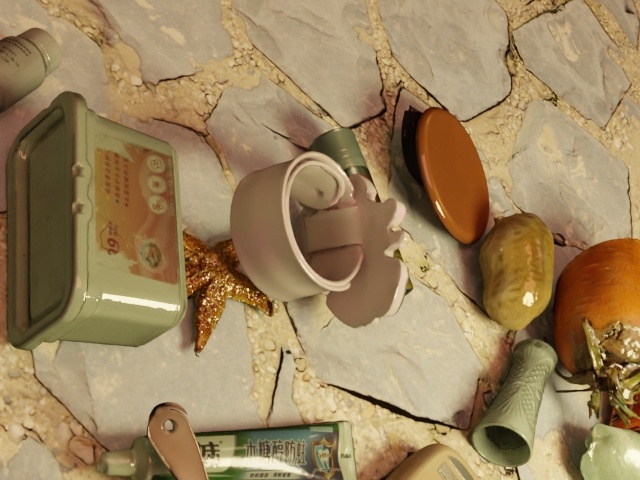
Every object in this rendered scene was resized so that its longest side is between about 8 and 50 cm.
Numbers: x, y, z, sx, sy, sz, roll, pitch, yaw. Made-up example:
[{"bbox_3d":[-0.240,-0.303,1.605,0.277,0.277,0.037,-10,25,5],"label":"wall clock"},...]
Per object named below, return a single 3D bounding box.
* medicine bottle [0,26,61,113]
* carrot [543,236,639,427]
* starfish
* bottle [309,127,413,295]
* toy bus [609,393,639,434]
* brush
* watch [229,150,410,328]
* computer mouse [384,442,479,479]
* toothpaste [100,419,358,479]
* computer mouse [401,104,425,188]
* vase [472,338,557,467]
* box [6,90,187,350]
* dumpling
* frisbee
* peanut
[{"bbox_3d":[-0.416,-0.231,1.439,0.080,0.080,0.130,47,45,-6],"label":"medicine bottle"},{"bbox_3d":[0.492,0.148,1.828,0.214,0.193,0.331,-2,38,9],"label":"carrot"},{"bbox_3d":[-0.162,0.048,1.502,0.240,0.043,0.227,36,46,-9],"label":"starfish"},{"bbox_3d":[0.062,-0.039,1.697,0.082,0.082,0.286,-6,69,-40],"label":"bottle"},{"bbox_3d":[0.627,0.234,1.929,0.143,0.153,0.329,39,49,-15],"label":"toy bus"},{"bbox_3d":[-0.134,0.337,1.309,0.072,0.067,0.312,-28,98,-12],"label":"brush"},{"bbox_3d":[0.000,0.000,1.524,0.231,0.196,0.244,16,64,-52],"label":"watch"},{"bbox_3d":[0.142,0.391,1.509,0.145,0.082,0.236,51,44,-1],"label":"computer mouse"},{"bbox_3d":[-0.106,0.285,1.392,0.392,0.061,0.098,6,70,-36],"label":"toothpaste"},{"bbox_3d":[0.177,-0.152,1.860,0.099,0.057,0.172,-36,104,-54],"label":"computer mouse"},{"bbox_3d":[0.322,0.255,1.726,0.096,0.096,0.219,43,44,-9],"label":"vase"},{"bbox_3d":[-0.280,-0.012,1.364,0.182,0.175,0.311,15,57,-40],"label":"box"},{"bbox_3d":[0.512,0.392,1.798,0.217,0.149,0.105,22,19,-27],"label":"dumpling"},{"bbox_3d":[0.235,-0.114,1.857,0.251,0.021,0.250,30,52,-48],"label":"frisbee"},{"bbox_3d":[0.336,0.048,1.831,0.129,0.129,0.224,22,54,-27],"label":"peanut"}]
